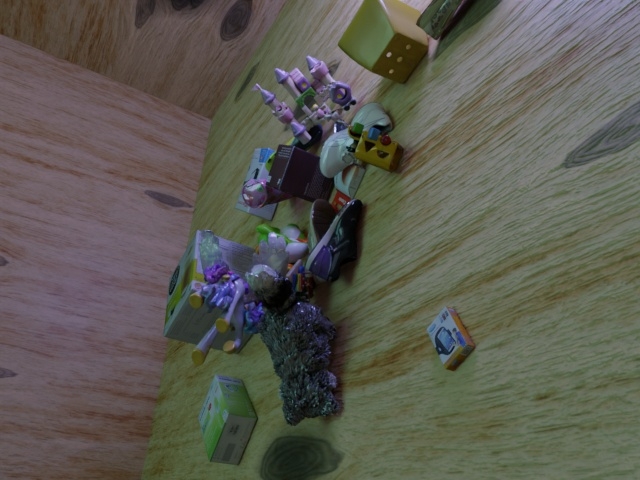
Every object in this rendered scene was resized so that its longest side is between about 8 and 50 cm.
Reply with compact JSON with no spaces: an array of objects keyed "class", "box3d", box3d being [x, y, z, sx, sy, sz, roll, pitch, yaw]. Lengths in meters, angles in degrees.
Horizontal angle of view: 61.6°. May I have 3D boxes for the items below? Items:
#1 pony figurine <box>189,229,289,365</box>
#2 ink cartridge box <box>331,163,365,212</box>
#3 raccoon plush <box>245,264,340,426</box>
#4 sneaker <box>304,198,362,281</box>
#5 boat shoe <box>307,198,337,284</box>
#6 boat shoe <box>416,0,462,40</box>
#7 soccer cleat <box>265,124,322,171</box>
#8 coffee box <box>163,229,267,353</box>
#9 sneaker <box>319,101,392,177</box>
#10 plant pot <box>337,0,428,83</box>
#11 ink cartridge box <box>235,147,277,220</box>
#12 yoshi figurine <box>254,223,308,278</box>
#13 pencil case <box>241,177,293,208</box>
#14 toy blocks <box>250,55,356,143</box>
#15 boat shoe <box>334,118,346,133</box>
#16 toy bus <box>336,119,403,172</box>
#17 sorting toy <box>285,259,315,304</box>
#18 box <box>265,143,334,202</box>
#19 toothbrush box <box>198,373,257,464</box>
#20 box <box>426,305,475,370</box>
[{"class":"pony figurine","box3d":[-0.270,0.162,1.653,0.363,0.302,0.351,-50,-36,-66]},{"class":"ink cartridge box","box3d":[0.077,-0.186,1.856,0.179,0.045,0.145,-64,26,9]},{"class":"raccoon plush","box3d":[-0.104,0.317,1.501,0.216,0.446,0.299,-28,42,20]},{"class":"sneaker","box3d":[0.076,0.005,1.691,0.283,0.124,0.107,-56,-14,-14]},{"class":"boat shoe","box3d":[0.000,0.000,1.817,0.098,0.109,0.303,-43,44,49]},{"class":"boat shoe","box3d":[0.398,-0.706,1.531,0.285,0.089,0.105,-42,12,43]},{"class":"soccer cleat","box3d":[-0.106,-0.380,2.227,0.289,0.093,0.121,-39,11,9]},{"class":"coffee box","box3d":[-0.437,0.221,2.271,0.338,0.338,0.335,-52,32,35]},{"class":"sneaker","box3d":[0.111,-0.316,1.756,0.297,0.111,0.129,-47,41,16]},{"class":"plant pot","box3d":[0.218,-0.625,1.702,0.212,0.212,0.187,-53,44,34]},{"class":"ink cartridge box","box3d":[-0.268,-0.263,2.501,0.223,0.129,0.308,21,92,64]},{"class":"yoshi figurine","box3d":[-0.162,0.038,1.938,0.204,0.202,0.362,-63,3,19]},{"class":"pencil case","box3d":[-0.202,-0.206,2.172,0.124,0.124,0.284,-59,-14,24]},{"class":"toy blocks","box3d":[-0.072,-0.564,2.039,0.288,0.260,0.309,-40,26,8]},{"class":"boat shoe","box3d":[0.088,-0.370,1.941,0.233,0.079,0.084,-90,-13,-52]},{"class":"toy bus","box3d":[0.144,-0.273,1.607,0.202,0.190,0.105,33,104,64]},{"class":"sorting toy","box3d":[-0.063,0.149,1.730,0.274,0.046,0.132,-52,-43,-63]},{"class":"box","box3d":[-0.067,-0.243,1.996,0.168,0.203,0.167,28,99,63]},{"class":"toothbrush box","box3d":[-0.364,0.684,2.071,0.206,0.122,0.283,-67,24,9]},{"class":"box","box3d":[0.284,0.211,1.193,0.081,0.028,0.136,-58,30,26]}]
